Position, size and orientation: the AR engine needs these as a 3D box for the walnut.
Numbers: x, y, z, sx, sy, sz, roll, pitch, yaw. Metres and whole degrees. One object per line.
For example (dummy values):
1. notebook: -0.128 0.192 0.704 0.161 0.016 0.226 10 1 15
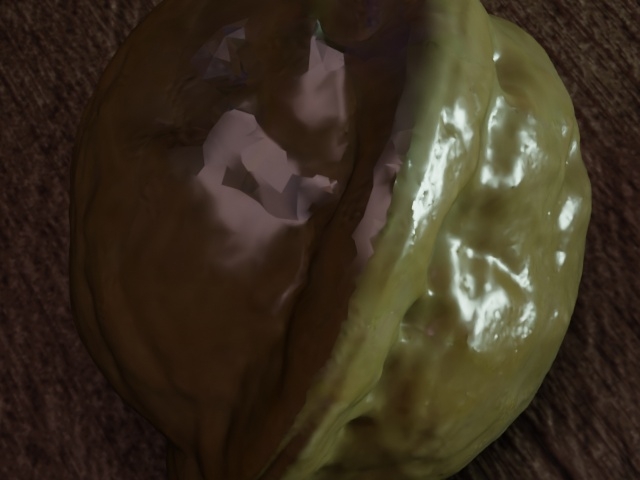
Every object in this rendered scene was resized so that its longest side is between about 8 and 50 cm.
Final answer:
1. walnut: 0.010 -0.009 0.992 0.384 0.383 0.383 -3 61 6
